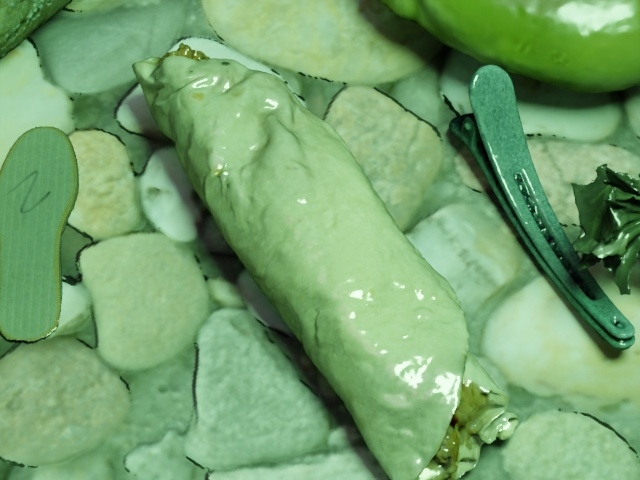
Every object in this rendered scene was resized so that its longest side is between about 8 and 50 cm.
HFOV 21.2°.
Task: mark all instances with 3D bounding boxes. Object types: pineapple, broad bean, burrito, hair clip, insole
[{"bbox_3d":[0.288,-0.030,1.167,0.251,0.125,0.125,-14,58,-17],"label":"pineapple"},{"bbox_3d":[0.171,-0.220,1.297,0.291,0.119,0.238,22,55,16],"label":"broad bean"},{"bbox_3d":[0.000,0.000,1.194,0.117,0.076,0.392,-24,62,-21],"label":"burrito"},{"bbox_3d":[0.161,-0.016,1.215,0.039,0.070,0.229,-18,66,-23],"label":"hair clip"},{"bbox_3d":[-0.209,-0.008,1.245,0.064,0.004,0.188,-3,57,1],"label":"insole"}]

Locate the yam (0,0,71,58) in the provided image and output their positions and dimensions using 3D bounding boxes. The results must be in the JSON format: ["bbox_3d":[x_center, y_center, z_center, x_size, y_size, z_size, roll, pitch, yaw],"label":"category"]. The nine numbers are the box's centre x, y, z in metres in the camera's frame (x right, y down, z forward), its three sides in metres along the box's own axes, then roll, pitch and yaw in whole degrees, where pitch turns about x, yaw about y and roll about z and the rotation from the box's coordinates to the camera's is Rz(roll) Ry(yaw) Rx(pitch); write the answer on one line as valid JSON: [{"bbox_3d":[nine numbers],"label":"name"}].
[{"bbox_3d":[-0.246,-0.205,1.311,0.107,0.107,0.194,35,66,21],"label":"yam"}]
